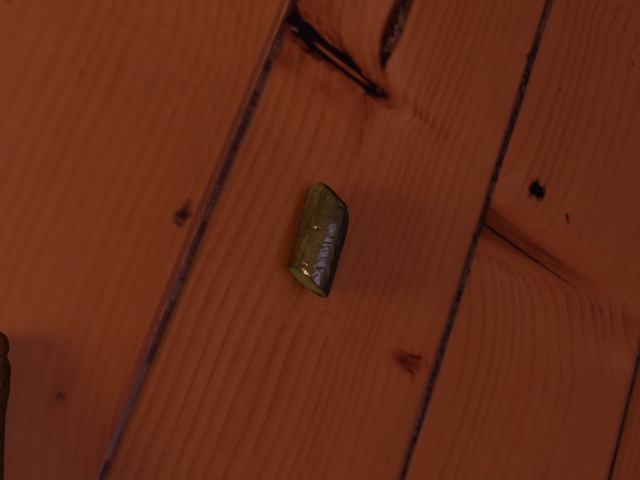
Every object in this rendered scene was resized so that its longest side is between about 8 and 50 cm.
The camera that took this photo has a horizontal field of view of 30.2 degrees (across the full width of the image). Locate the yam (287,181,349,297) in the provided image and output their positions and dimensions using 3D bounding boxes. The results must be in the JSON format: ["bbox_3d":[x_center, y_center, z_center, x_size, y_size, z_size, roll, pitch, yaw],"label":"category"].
[{"bbox_3d":[0.000,0.000,1.579,0.070,0.070,0.146,29,68,-38],"label":"yam"}]

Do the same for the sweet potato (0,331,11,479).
[{"bbox_3d":[-0.355,0.270,1.235,0.108,0.079,0.346,-1,87,-70],"label":"sweet potato"}]
